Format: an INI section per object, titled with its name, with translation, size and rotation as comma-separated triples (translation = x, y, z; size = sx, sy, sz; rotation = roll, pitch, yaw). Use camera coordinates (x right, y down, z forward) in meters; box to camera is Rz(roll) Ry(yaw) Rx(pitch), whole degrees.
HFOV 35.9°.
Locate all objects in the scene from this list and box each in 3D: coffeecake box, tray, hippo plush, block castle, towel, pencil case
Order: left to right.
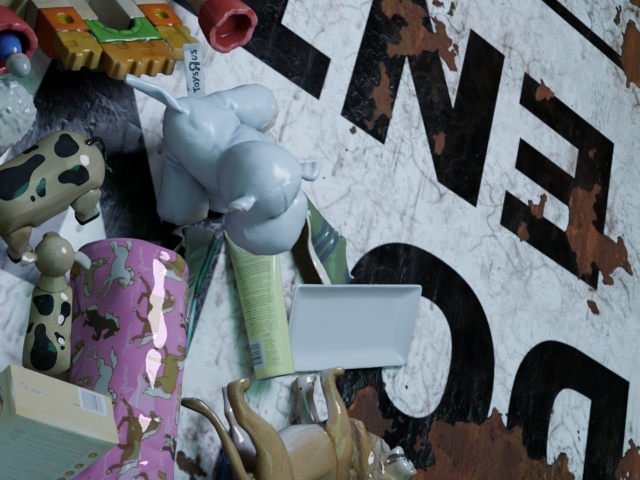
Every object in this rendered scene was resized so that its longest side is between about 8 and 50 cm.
[coffeecake box]
translation = -0.344, 0.232, 1.106
size = 0.142, 0.185, 0.068
rotation = 31, 28, -45
[pencil case]
translation = -0.260, 0.194, 1.262
size = 0.160, 0.167, 0.386
rotation = 10, 61, -19
[block castle]
translation = -0.259, -0.381, 1.341
size = 0.453, 0.303, 0.213
rotation = -15, 56, -40
[towel]
translation = -0.119, 0.335, 1.443
size = 0.067, 0.029, 0.119
rotation = 33, 56, -31
[hippo plush]
translation = -0.095, -0.115, 1.404
size = 0.234, 0.237, 0.294
rotation = -35, 141, -30
[tray]
translation = 0.048, 0.138, 1.613
size = 0.270, 0.030, 0.145
rotation = 3, 104, -38

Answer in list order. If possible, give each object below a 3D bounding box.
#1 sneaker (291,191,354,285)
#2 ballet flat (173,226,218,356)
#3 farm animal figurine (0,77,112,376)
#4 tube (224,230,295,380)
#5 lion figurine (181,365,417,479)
[sneaker]
translation = 0.000, 0.000, 1.625
size = 0.086, 0.064, 0.192
rotation = -21, 96, -39
[ballet flat]
translation = -0.205, 0.076, 1.445
size = 0.068, 0.072, 0.213
rotation = 15, 63, -5
[farm animal figurine]
translation = -0.371, -0.018, 1.178
size = 0.330, 0.172, 0.326
rotation = 36, 64, 3
[tube]
translation = -0.087, 0.091, 1.513
size = 0.070, 0.062, 0.240
rotation = -8, 81, -19
[lion figurine]
translation = -0.032, 0.314, 1.432
size = 0.392, 0.142, 0.240
rotation = 0, 75, -45
